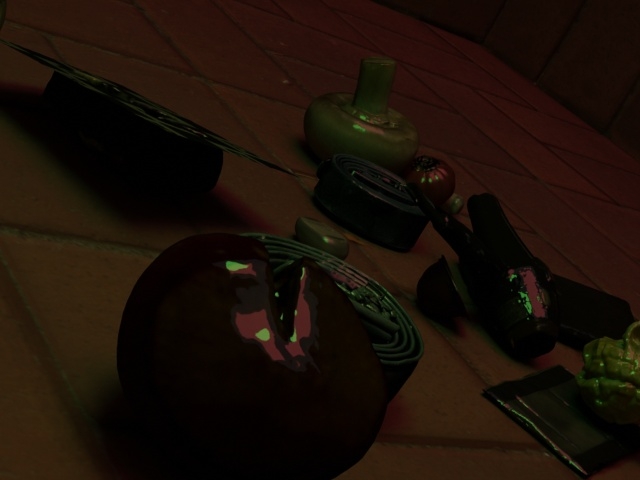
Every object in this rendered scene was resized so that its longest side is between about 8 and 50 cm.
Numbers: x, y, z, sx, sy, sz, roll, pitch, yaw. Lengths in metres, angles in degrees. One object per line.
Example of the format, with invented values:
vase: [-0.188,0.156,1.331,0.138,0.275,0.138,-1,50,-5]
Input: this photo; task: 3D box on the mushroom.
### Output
mushroom: [0.079,-0.216,1.993,0.207,0.215,0.207,12,26,-6]

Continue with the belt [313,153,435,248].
belt: [0.079,-0.062,1.809,0.190,0.082,0.141,26,22,-12]

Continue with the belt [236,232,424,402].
belt: [-0.016,0.084,1.258,0.267,0.116,0.206,24,24,-22]

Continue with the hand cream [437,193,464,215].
hand cream: [0.194,-0.087,2.115,0.143,0.039,0.061,27,24,23]

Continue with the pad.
pad: [0.326,0.229,1.517,0.174,0.022,0.233,40,23,27]

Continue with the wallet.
wallet: [0.370,0.104,1.850,0.321,0.044,0.170,20,30,-14]

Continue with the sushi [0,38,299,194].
sushi: [-0.257,-0.135,1.531,0.373,0.100,0.296,29,7,31]

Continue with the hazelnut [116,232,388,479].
hazelnut: [-0.064,0.116,1.021,0.251,0.217,0.217,36,18,-12]

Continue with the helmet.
helmet: [0.164,0.075,1.618,0.111,0.057,0.089,-102,171,-59]

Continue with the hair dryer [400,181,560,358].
hair dryer: [0.210,-0.015,1.636,0.359,0.120,0.303,40,29,-42]

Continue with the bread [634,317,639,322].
bread: [0.552,0.161,1.972,0.083,0.047,0.036,21,51,-16]

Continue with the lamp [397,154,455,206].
lamp: [0.185,-0.104,2.047,0.107,0.092,0.107,-3,38,2]

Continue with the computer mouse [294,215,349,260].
computer mouse: [-0.001,0.002,1.603,0.066,0.039,0.096,13,17,-39]

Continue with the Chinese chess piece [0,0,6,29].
Chinese chess piece: [-0.559,-0.342,1.593,0.250,0.103,0.250,28,19,-10]

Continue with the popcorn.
popcorn: [0.407,0.188,1.533,0.135,0.162,0.141,-19,12,-15]
